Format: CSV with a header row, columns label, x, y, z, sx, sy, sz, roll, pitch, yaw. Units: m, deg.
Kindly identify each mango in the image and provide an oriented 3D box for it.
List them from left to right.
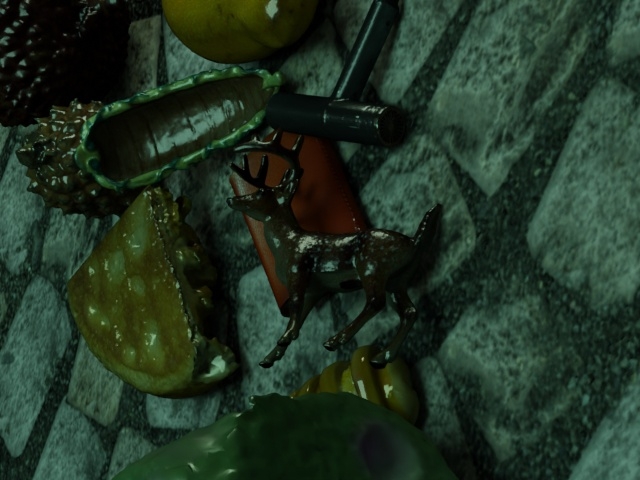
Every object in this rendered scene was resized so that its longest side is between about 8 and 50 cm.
label,x,y,z,sx,sy,sz,roll,pitch,yaw
mango,-0.080,-0.286,2.088,0.295,0.120,0.177,19,90,53

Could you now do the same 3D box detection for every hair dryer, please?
label,x,y,z,sx,sy,sz,roll,pitch,yaw
hair dryer,0.033,-0.202,1.960,0.173,0.050,0.195,10,82,41

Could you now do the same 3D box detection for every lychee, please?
label,x,y,z,sx,sy,sz,roll,pitch,yaw
lychee,-0.369,-0.280,2.367,0.300,0.264,0.264,-14,70,36

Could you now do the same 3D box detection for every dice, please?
label,x,y,z,sx,sy,sz,roll,pitch,yaw
dice,-0.044,0.346,1.665,0.322,0.330,0.318,-43,64,38

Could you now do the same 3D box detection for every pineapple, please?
label,x,y,z,sx,sy,sz,roll,pitch,yaw
pineapple,-0.299,-0.104,2.284,0.166,0.193,0.166,-3,86,50

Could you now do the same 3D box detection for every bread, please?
label,x,y,z,sx,sy,sz,roll,pitch,yaw
bread,0.025,0.181,1.862,0.177,0.084,0.119,-42,51,36

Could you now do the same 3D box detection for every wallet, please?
label,x,y,z,sx,sy,sz,roll,pitch,yaw
wallet,-0.022,-0.033,2.003,0.142,0.045,0.204,-43,48,25

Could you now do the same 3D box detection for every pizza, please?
label,x,y,z,sx,sy,sz,roll,pitch,yaw
pizza,-0.210,0.104,2.205,0.268,0.087,0.258,-43,54,42

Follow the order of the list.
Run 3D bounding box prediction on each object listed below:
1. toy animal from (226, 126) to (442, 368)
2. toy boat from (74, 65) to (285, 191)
label,x,y,z,sx,sy,sz,roll,pitch,yaw
toy animal,0.003,0.010,1.880,0.243,0.087,0.260,5,60,17
toy boat,-0.151,-0.144,2.148,0.293,0.099,0.108,-20,90,22
